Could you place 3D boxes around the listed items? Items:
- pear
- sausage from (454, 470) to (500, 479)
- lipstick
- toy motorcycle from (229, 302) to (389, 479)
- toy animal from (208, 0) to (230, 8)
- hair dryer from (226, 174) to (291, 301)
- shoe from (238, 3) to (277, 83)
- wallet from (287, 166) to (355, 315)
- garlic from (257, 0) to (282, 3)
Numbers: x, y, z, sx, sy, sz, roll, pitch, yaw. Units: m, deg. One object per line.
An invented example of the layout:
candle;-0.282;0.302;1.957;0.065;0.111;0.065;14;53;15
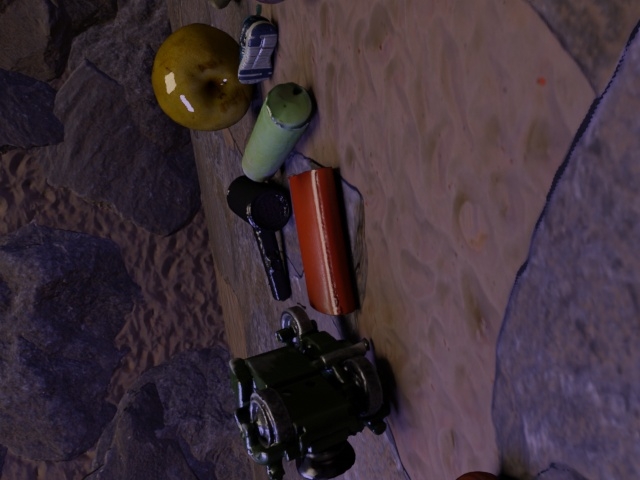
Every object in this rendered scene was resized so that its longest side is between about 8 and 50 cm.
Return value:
pear;-0.235;-0.324;1.237;0.209;0.208;0.209;170;90;-74
sausage;0.139;0.243;0.533;0.054;0.059;0.094;9;116;27
lipstick;-0.076;-0.168;1.011;0.304;0.076;0.076;148;112;-74
toy motorcycle;-0.030;0.195;0.812;0.275;0.205;0.127;28;127;56
toy animal;-0.242;-0.576;1.175;0.308;0.188;0.266;-148;41;-65
hair dryer;-0.100;0.002;1.215;0.197;0.089;0.251;-151;44;-67
shoe;-0.114;-0.328;1.064;0.143;0.064;0.071;110;146;-56
wallet;0.000;0.000;0.894;0.142;0.045;0.204;-179;79;-72
garlic;-0.073;-0.369;0.781;0.147;0.102;0.159;44;160;-9
